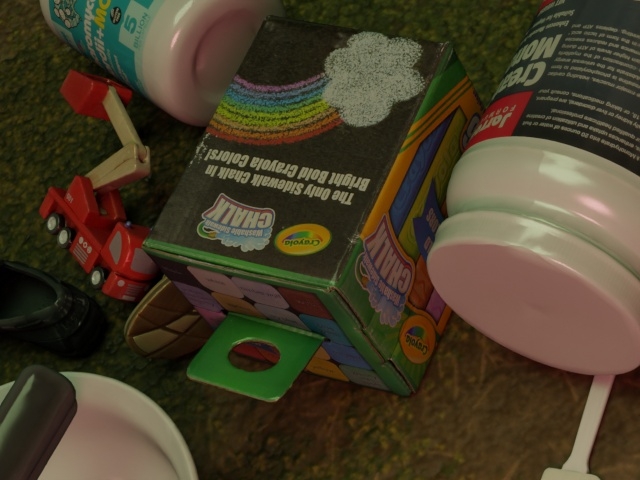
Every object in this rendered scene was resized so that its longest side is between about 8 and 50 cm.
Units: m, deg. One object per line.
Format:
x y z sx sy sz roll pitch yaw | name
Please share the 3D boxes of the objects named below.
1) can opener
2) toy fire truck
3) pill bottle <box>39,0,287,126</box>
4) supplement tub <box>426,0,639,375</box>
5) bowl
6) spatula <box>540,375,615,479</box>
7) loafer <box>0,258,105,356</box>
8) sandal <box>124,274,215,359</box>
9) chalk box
-0.241 0.222 1.193 0.093 0.074 0.280 24 69 0 | can opener
-0.185 -0.050 1.490 0.192 0.047 0.135 45 113 40 | toy fire truck
-0.161 -0.218 1.566 0.146 0.146 0.264 -48 50 -9 | pill bottle
0.208 -0.060 1.236 0.191 0.191 0.272 13 62 33 | supplement tub
-0.195 0.256 1.267 0.298 0.134 0.298 -13 54 19 | bowl
0.247 0.142 1.202 0.168 0.019 0.242 4 60 35 | spatula
-0.289 0.045 1.494 0.223 0.078 0.076 12 64 32 | loafer
-0.099 0.026 1.423 0.049 0.072 0.180 17 65 51 | sandal
0.000 0.000 1.318 0.180 0.179 0.289 13 66 32 | chalk box
